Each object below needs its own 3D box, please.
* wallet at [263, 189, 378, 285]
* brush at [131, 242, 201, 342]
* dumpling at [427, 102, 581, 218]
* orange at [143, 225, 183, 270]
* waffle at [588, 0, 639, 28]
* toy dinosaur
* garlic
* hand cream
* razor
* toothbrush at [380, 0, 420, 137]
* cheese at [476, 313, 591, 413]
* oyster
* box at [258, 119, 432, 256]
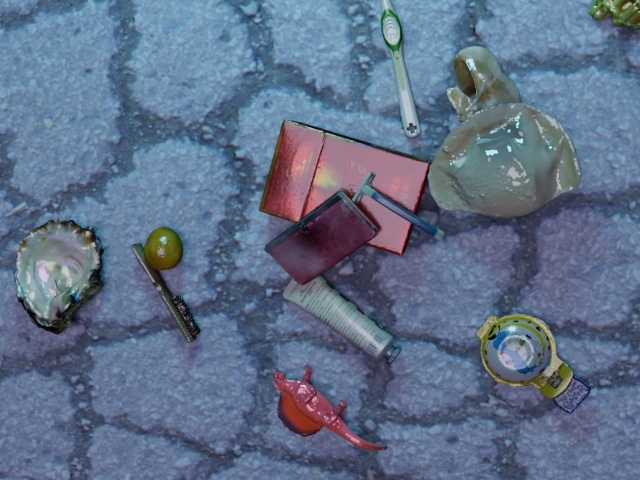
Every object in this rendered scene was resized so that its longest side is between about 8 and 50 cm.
[{"bbox_3d":[0.000,0.000,1.825,0.119,0.025,0.232,45,127,-13],"label":"wallet"},{"bbox_3d":[-0.334,0.109,1.974,0.036,0.043,0.248,-31,89,6],"label":"brush"},{"bbox_3d":[0.346,-0.148,1.724,0.243,0.175,0.227,-22,114,-11],"label":"dumpling"},{"bbox_3d":[-0.337,0.017,1.942,0.085,0.085,0.095,-2,83,11],"label":"orange"},{"bbox_3d":[0.652,-0.531,1.684,0.317,0.073,0.297,10,99,10],"label":"waffle"},{"bbox_3d":[-0.005,0.391,1.939,0.286,0.070,0.139,43,113,0],"label":"toy dinosaur"},{"bbox_3d":[0.319,-0.298,1.770,0.124,0.099,0.175,-25,91,-2],"label":"garlic"},{"bbox_3d":[0.049,0.161,1.900,0.276,0.059,0.095,37,102,10],"label":"hand cream"},{"bbox_3d":[0.158,-0.056,1.770,0.191,0.037,0.068,33,100,4],"label":"razor"},{"bbox_3d":[0.145,-0.412,1.815,0.042,0.040,0.418,-11,95,10],"label":"toothbrush"},{"bbox_3d":[0.430,0.245,1.826,0.250,0.064,0.157,37,104,7],"label":"cheese"},{"bbox_3d":[-0.576,0.082,1.998,0.198,0.092,0.260,5,89,10],"label":"oyster"},{"bbox_3d":[0.051,-0.111,1.847,0.313,0.089,0.198,17,101,9],"label":"box"}]
